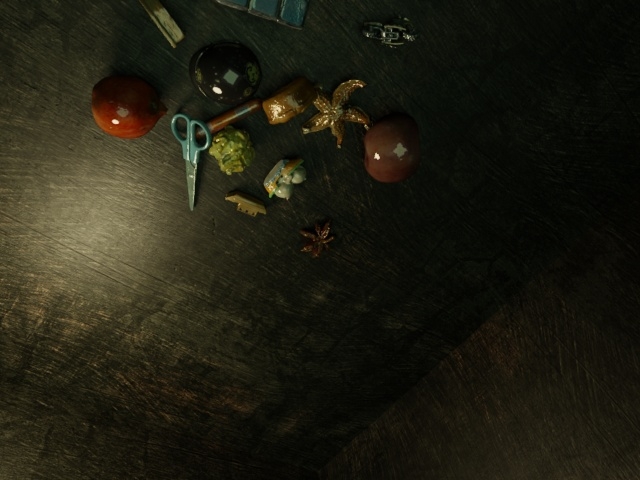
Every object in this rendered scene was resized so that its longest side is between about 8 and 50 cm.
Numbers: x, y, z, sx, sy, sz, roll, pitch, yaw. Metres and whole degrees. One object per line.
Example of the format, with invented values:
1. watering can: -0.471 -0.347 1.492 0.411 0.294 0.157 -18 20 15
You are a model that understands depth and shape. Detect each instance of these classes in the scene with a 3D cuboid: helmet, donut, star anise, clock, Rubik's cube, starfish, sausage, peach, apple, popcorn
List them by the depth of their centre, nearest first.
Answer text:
1. Rubik's cube: -0.197 -0.897 1.371 0.300 0.304 0.306 1 120 -29
2. peach: -0.704 -0.491 1.580 0.256 0.232 0.233 7 119 -19
3. helmet: -0.358 -0.626 1.613 0.278 0.161 0.231 -4 123 -12
4. donut: -0.122 -0.551 1.680 0.226 0.227 0.114 -30 114 6
5. sausage: -0.384 -0.500 1.745 0.347 0.053 0.053 -25 123 3
6. popcorn: -0.368 -0.377 1.754 0.167 0.185 0.188 -34 116 -20
7. starfish: 0.077 -0.525 1.785 0.302 0.113 0.312 12 129 9
8. apple: 0.305 -0.400 1.841 0.234 0.306 0.306 -6 123 3
9. clock: -0.152 -0.277 1.908 0.144 0.103 0.231 32 111 -29
10. star anise: -0.006 -0.002 2.115 0.195 0.111 0.213 0 128 -5

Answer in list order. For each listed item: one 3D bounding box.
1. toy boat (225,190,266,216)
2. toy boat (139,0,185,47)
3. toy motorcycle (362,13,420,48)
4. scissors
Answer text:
1. toy boat: -0.344 -0.167 1.958 0.200 0.057 0.077 23 119 -24
2. toy boat: -0.557 -0.785 1.495 0.061 0.116 0.188 -35 125 4
3. toy motorcycle: 0.277 -0.829 1.675 0.228 0.130 0.094 3 142 0
4. scissors: -0.549 -0.313 1.802 0.192 0.029 0.448 24 128 15
